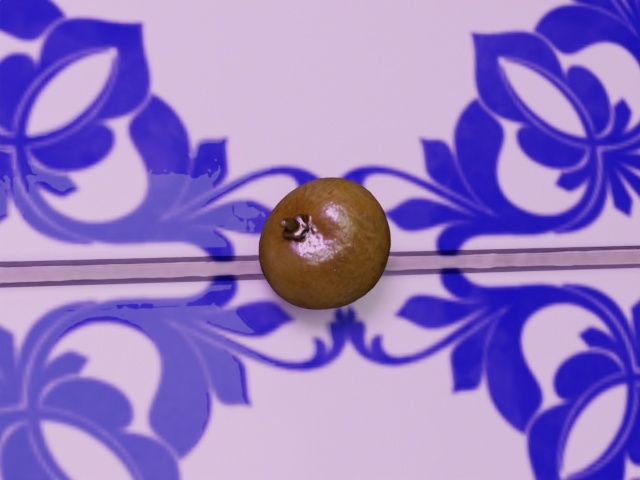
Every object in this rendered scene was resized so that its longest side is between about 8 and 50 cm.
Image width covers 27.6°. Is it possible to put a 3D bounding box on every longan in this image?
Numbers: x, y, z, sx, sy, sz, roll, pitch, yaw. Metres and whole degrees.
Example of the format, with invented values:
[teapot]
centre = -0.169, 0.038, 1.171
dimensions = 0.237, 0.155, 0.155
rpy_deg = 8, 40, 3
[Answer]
[longan]
centre = 0.000, 0.000, 0.702
dimensions = 0.075, 0.083, 0.075
rpy_deg = -7, 70, 21
